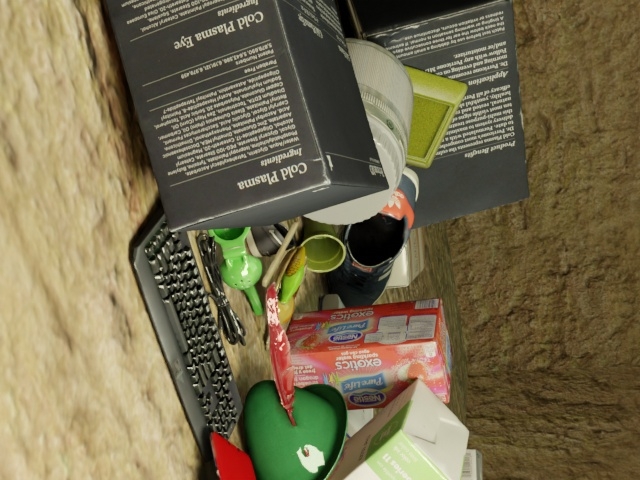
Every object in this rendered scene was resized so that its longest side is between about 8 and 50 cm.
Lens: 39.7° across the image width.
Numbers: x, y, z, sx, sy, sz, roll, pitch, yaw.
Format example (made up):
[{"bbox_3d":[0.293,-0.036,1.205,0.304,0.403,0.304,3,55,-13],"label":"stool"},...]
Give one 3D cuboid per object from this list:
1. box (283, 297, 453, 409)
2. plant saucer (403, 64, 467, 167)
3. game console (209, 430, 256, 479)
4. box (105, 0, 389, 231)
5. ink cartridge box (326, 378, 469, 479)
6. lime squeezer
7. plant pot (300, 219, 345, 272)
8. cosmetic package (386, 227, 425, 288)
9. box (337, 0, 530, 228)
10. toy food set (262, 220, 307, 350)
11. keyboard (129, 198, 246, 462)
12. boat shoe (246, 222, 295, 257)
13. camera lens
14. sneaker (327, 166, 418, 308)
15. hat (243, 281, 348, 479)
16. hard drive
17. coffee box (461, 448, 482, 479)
[{"bbox_3d":[0.076,0.186,1.422,0.128,0.257,0.123,-70,149,-60],"label":"box"},{"bbox_3d":[0.161,-0.221,1.642,0.045,0.188,0.188,-108,-145,-54],"label":"plant saucer"},{"bbox_3d":[-0.122,0.315,1.060,0.124,0.085,0.144,-48,151,-10],"label":"game console"},{"bbox_3d":[-0.072,-0.183,1.017,0.343,0.179,0.312,-7,80,-75],"label":"box"},{"bbox_3d":[0.046,0.383,1.302,0.119,0.353,0.207,46,17,1],"label":"ink cartridge box"},{"bbox_3d":[-0.108,-0.008,1.172,0.110,0.059,0.310,-70,151,-57],"label":"lime squeezer"},{"bbox_3d":[0.000,0.000,1.565,0.079,0.083,0.083,-95,171,-53],"label":"plant pot"},{"bbox_3d":[0.158,0.016,2.048,0.296,0.129,0.153,-28,114,-74],"label":"cosmetic package"},{"bbox_3d":[0.222,-0.368,1.884,0.480,0.297,0.472,-102,178,-50],"label":"box"},{"bbox_3d":[-0.042,0.072,1.279,0.192,0.038,0.132,93,19,-55],"label":"toy food set"},{"bbox_3d":[-0.141,0.093,1.066,0.201,0.033,0.317,-73,155,-55],"label":"keyboard"},{"bbox_3d":[-0.085,-0.065,1.257,0.075,0.065,0.206,-77,157,-51],"label":"boat shoe"},{"bbox_3d":[0.039,-0.187,1.465,0.274,0.219,0.219,-78,158,-49],"label":"camera lens"},{"bbox_3d":[0.080,0.028,1.610,0.148,0.131,0.350,-72,177,-49],"label":"sneaker"},{"bbox_3d":[-0.082,0.210,1.140,0.183,0.173,0.208,44,38,-32],"label":"hat"},{"bbox_3d":[0.053,0.265,1.741,0.319,0.040,0.210,60,28,-59],"label":"hard drive"},{"bbox_3d":[0.214,0.493,1.881,0.141,0.246,0.098,46,42,-67],"label":"coffee box"}]
